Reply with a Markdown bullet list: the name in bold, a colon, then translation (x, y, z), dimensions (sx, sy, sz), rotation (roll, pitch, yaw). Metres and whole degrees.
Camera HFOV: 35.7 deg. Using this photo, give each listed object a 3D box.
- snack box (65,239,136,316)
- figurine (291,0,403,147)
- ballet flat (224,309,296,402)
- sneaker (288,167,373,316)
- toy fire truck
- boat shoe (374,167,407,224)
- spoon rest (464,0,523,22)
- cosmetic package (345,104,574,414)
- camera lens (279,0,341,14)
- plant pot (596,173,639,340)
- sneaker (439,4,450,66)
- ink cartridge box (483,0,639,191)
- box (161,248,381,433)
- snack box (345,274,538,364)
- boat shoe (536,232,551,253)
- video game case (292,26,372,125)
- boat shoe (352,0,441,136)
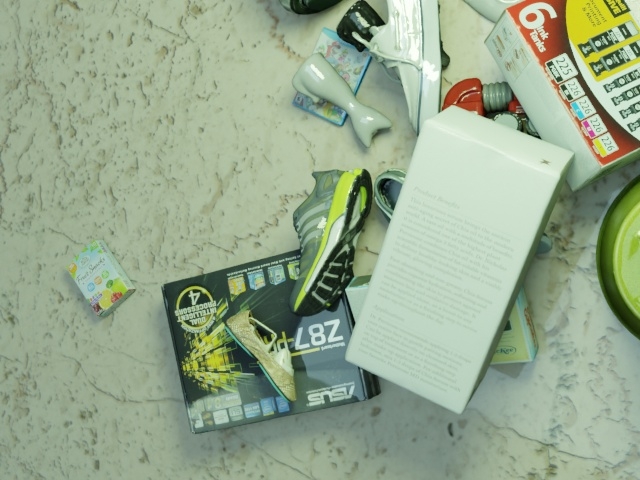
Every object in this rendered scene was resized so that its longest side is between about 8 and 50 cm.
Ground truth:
- **snack box**: translation (-0.483, 0.083, 2.182), dimensions (0.100, 0.037, 0.141), rotation (-40, 75, 16)
- **figurine**: translation (0.087, -0.314, 1.914), dimensions (0.209, 0.092, 0.215), rotation (43, 103, 4)
- **ballet flat**: translation (-0.099, 0.215, 1.907), dimensions (0.067, 0.073, 0.206), rotation (-42, 79, 1)
- **sneaker**: translation (0.000, 0.000, 1.865), dimensions (0.121, 0.111, 0.300), rotation (12, 74, 33)
- **toy fire truck**: translation (0.330, -0.277, 1.806), dimensions (0.217, 0.158, 0.246), rotation (-4, 68, 17)
- **boat shoe**: translation (0.203, 0.000, 1.865), dimensions (0.116, 0.099, 0.319), rotation (-37, 78, 15)
- **spoon rest**: translation (0.291, -0.486, 1.854), dimensions (0.276, 0.084, 0.137), rotation (16, 97, 8)
- **cosmetic package**: translation (0.226, 0.032, 1.661), dimensions (0.230, 0.161, 0.453), rotation (25, 115, 15)
- **camera lens**: translation (-0.042, -0.590, 1.903), dimensions (0.219, 0.219, 0.274), rotation (-40, 76, 18)
- **plant pot**: translation (0.602, 0.028, 1.565), dimensions (0.367, 0.353, 0.366), rotation (0, 89, 22)
- **sneaker**: translation (0.202, -0.414, 1.893), dimensions (0.170, 0.051, 0.089), rotation (45, 110, 20)
- **ink cartridge box**: translation (0.478, -0.286, 1.674), dimensions (0.272, 0.130, 0.309), rotation (-27, 80, -14)
- **box**: translation (-0.105, 0.196, 1.994), dimensions (0.395, 0.097, 0.318), rotation (-14, 86, 20)
- **snack box**: translation (0.222, 0.142, 1.835), dimensions (0.322, 0.060, 0.187), rotation (-8, 110, 26)
- **boat shoe**: translation (0.340, -0.038, 1.829), dimensions (0.183, 0.065, 0.083), rotation (16, 62, 3)
- **video game case**: translation (0.025, -0.328, 1.986), dimensions (0.119, 0.015, 0.166), rotation (27, 100, 21)
- **boat shoe**: translation (0.137, -0.363, 1.792), dimensions (0.157, 0.136, 0.367), rotation (-3, 97, 9)
